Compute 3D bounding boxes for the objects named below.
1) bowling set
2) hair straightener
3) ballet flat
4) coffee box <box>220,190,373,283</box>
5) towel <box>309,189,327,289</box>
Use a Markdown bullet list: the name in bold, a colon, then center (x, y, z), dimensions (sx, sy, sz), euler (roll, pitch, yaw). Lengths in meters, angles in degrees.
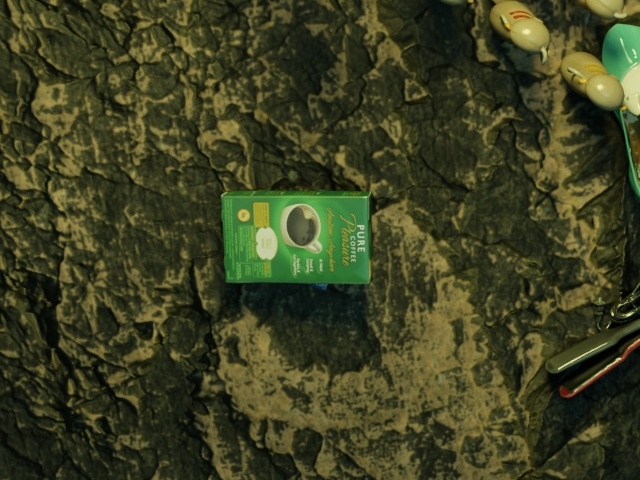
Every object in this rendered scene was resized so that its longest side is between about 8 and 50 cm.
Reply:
- **bowling set**: center (0.269, -0.300, 1.709), dimensions (0.287, 0.154, 0.200), euler (28, 104, -13)
- **hair straightener**: center (0.388, 0.108, 1.910), dimensions (0.230, 0.047, 0.089), euler (-32, 108, 6)
- **ballet flat**: center (0.405, -0.144, 1.807), dimensions (0.083, 0.087, 0.247), euler (-16, 108, 1)
- **coffee box**: center (-0.027, -0.004, 1.815), dimensions (0.184, 0.040, 0.113), euler (-1, 101, 10)
- **towel**: center (0.000, 0.000, 1.851), dimensions (0.067, 0.029, 0.119), euler (24, 105, -11)
